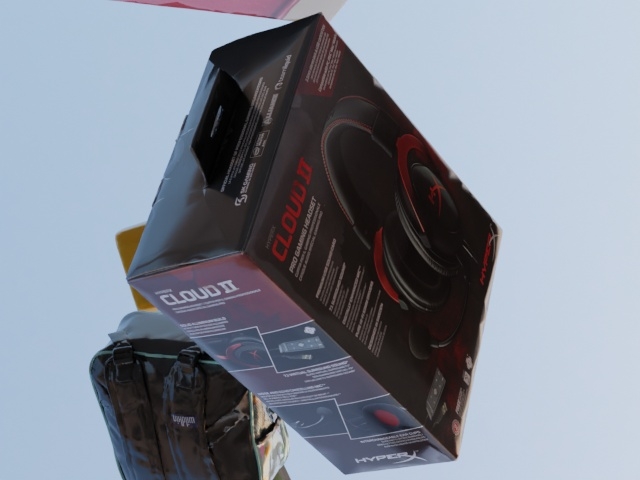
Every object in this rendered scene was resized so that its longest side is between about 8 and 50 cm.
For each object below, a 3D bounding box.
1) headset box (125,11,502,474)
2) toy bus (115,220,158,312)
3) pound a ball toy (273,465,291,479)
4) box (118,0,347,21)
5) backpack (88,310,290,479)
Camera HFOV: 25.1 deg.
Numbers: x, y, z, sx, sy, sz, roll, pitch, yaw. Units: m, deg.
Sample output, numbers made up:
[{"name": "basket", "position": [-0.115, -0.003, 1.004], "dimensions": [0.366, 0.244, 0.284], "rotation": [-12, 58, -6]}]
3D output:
[{"name": "headset box", "position": [0.000, 0.000, 1.031], "dimensions": [0.293, 0.110, 0.218], "rotation": [47, -135, -35]}, {"name": "toy bus", "position": [-0.068, -0.012, 1.699], "dimensions": [0.332, 0.130, 0.108], "rotation": [-17, -87, -4]}, {"name": "pound a ball toy", "position": [-0.038, 0.367, 1.587], "dimensions": [0.208, 0.136, 0.319], "rotation": [-17, -109, -32]}, {"name": "box", "position": [-0.083, -0.279, 1.188], "dimensions": [0.232, 0.127, 0.149], "rotation": [3, -106, -20]}, {"name": "backpack", "position": [-0.110, 0.157, 1.313], "dimensions": [0.144, 0.165, 0.188], "rotation": [-52, -40, -62]}]
